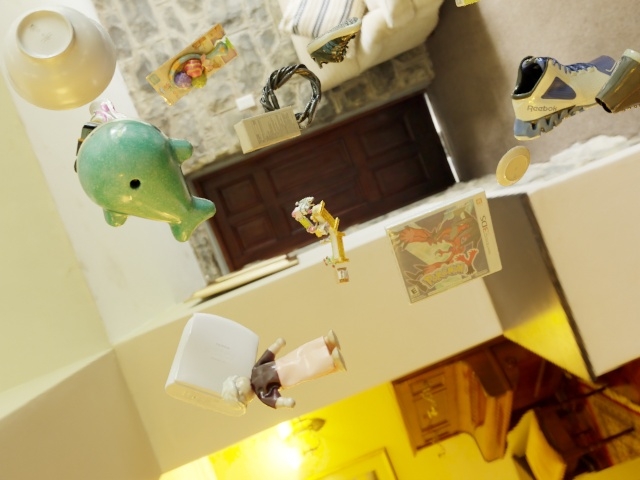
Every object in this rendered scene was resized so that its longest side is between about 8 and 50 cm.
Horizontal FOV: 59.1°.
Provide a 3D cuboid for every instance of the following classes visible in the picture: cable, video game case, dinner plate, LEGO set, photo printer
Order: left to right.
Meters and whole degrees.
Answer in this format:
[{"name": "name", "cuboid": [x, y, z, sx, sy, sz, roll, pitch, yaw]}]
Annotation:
[{"name": "photo printer", "cuboid": [-0.328, 0.375, 1.784, 0.107, 0.255, 0.308, -56, 17, 37]}, {"name": "cable", "cuboid": [-0.074, -0.377, 1.454, 0.047, 0.150, 0.185, 116, 170, -70]}, {"name": "LEGO set", "cuboid": [0.000, 0.000, 1.712, 0.287, 0.107, 0.132, 62, -145, -17]}, {"name": "video game case", "cuboid": [0.241, 0.015, 1.095, 0.023, 0.201, 0.184, -112, 0, -64]}, {"name": "dinner plate", "cuboid": [0.628, -0.237, 1.826, 0.017, 0.141, 0.141, 50, 166, 48]}]

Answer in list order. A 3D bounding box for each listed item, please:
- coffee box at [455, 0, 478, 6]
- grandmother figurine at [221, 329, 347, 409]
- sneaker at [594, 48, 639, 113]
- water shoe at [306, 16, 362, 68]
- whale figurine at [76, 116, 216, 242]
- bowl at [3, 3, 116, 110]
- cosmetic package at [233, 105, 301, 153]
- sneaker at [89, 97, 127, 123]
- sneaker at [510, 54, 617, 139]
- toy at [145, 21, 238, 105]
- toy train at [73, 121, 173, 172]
[{"name": "coffee box", "cuboid": [0.557, -0.870, 1.513, 0.334, 0.337, 0.338, -142, 31, -68]}, {"name": "grandmother figurine", "cuboid": [-0.105, 0.359, 1.492, 0.208, 0.342, 0.104, -104, -9, -56]}, {"name": "sneaker", "cuboid": [0.677, -0.315, 1.225, 0.221, 0.118, 0.083, 19, -153, -37]}, {"name": "water shoe", "cuboid": [0.048, -0.492, 1.414, 0.203, 0.073, 0.080, -1, 130, 56]}, {"name": "whale figurine", "cuboid": [-0.308, -0.095, 1.032, 0.272, 0.216, 0.141, 47, 180, -34]}, {"name": "bowl", "cuboid": [-0.702, -0.507, 1.485, 0.134, 0.297, 0.298, 119, 129, -76]}, {"name": "cosmetic package", "cuboid": [-0.100, -0.211, 1.074, 0.041, 0.115, 0.060, -8, 102, 57]}, {"name": "sneaker", "cuboid": [-0.764, -0.421, 1.980, 0.252, 0.111, 0.103, 35, 140, 39]}, {"name": "sneaker", "cuboid": [0.617, -0.413, 1.453, 0.182, 0.315, 0.127, 59, 175, -29]}, {"name": "toy", "cuboid": [-0.325, -0.450, 1.492, 0.056, 0.237, 0.137, 49, 178, 24]}, {"name": "toy train", "cuboid": [-0.561, -0.233, 1.659, 0.142, 0.333, 0.191, -42, -36, -78]}]
